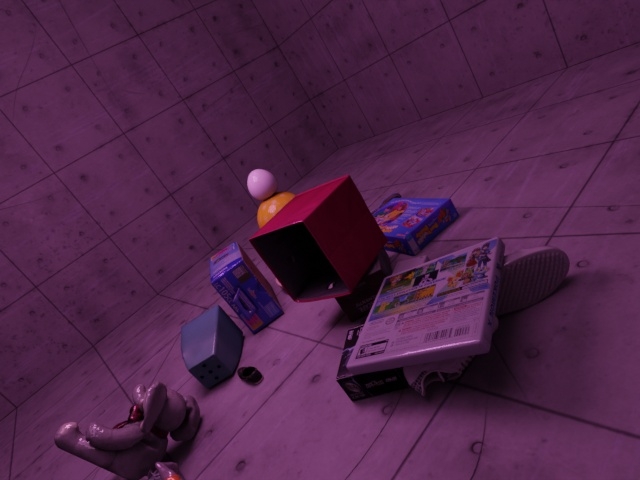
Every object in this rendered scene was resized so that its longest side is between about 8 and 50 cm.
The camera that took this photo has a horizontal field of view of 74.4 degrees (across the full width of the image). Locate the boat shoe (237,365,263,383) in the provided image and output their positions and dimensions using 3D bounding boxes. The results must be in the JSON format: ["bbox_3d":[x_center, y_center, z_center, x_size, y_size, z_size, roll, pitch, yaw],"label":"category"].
[{"bbox_3d":[-0.226,0.412,1.318,0.049,0.042,0.133,-47,21,-29],"label":"boat shoe"}]

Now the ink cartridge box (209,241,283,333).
[{"bbox_3d":[-0.296,0.180,1.648,0.151,0.270,0.395,-37,19,-7],"label":"ink cartridge box"}]

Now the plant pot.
[{"bbox_3d":[-0.378,0.380,1.471,0.166,0.165,0.234,-32,26,2],"label":"plant pot"}]

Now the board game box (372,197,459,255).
[{"bbox_3d":[0.307,-0.063,1.579,0.233,0.078,0.347,-38,19,-16],"label":"board game box"}]

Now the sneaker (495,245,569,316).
[{"bbox_3d":[0.372,0.099,0.986,0.366,0.135,0.150,-28,22,12],"label":"sneaker"}]

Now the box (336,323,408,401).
[{"bbox_3d":[0.132,0.277,1.017,0.148,0.077,0.180,-24,21,26],"label":"box"}]

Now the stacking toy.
[{"bbox_3d":[-0.140,-0.073,1.700,0.351,0.479,0.350,-30,19,12],"label":"stacking toy"}]

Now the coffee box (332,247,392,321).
[{"bbox_3d":[0.137,0.107,1.366,0.168,0.118,0.297,-28,19,14],"label":"coffee box"}]

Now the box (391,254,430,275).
[{"bbox_3d":[0.266,0.111,1.197,0.102,0.087,0.101,-17,24,39],"label":"box"}]

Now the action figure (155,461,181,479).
[{"bbox_3d":[-0.319,0.546,0.732,0.341,0.178,0.330,-46,11,-36],"label":"action figure"}]

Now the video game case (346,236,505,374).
[{"bbox_3d":[0.230,0.145,0.923,0.329,0.036,0.300,-27,21,43],"label":"video game case"}]

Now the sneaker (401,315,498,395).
[{"bbox_3d":[0.284,0.237,0.892,0.235,0.090,0.094,-31,40,-1],"label":"sneaker"}]

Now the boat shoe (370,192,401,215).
[{"bbox_3d":[0.283,-0.131,1.826,0.183,0.066,0.066,-42,23,5],"label":"boat shoe"}]

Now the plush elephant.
[{"bbox_3d":[-0.488,0.512,1.168,0.330,0.271,0.255,9,52,21],"label":"plush elephant"}]

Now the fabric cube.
[{"bbox_3d":[0.000,0.000,1.273,0.254,0.259,0.258,-17,24,44],"label":"fabric cube"}]
